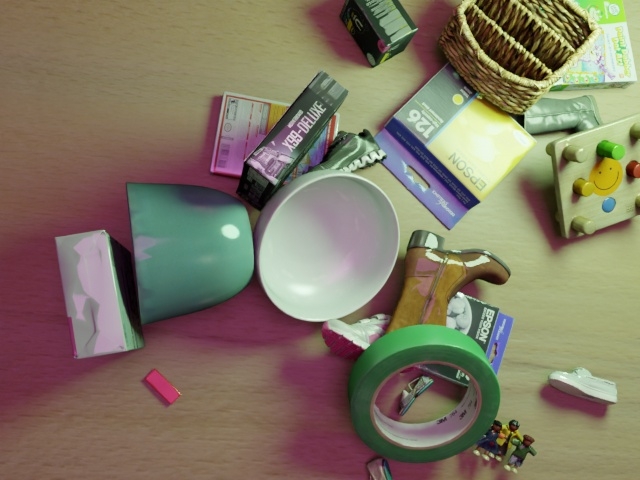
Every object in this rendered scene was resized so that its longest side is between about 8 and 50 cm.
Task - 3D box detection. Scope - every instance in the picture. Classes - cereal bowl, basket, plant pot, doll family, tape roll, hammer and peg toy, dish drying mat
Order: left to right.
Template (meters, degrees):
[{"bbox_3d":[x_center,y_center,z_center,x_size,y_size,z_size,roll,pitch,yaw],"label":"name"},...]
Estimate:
[{"bbox_3d":[-0.349,0.324,1.347,0.083,0.008,0.032,44,77,0],"label":"dish drying mat"},{"bbox_3d":[-0.271,0.016,1.272,0.235,0.293,0.293,-6,83,-17],"label":"plant pot"},{"bbox_3d":[0.000,0.000,1.352,0.339,0.141,0.339,-9,113,-20],"label":"cereal bowl"},{"bbox_3d":[0.221,0.336,1.318,0.321,0.077,0.321,-1,116,-2],"label":"tape roll"},{"bbox_3d":[0.406,0.448,1.411,0.193,0.076,0.111,26,98,-9],"label":"doll family"},{"bbox_3d":[0.457,-0.482,1.448,0.299,0.223,0.213,46,59,6],"label":"basket"},{"bbox_3d":[0.741,-0.165,1.485,0.361,0.127,0.266,-18,110,-8],"label":"hammer and peg toy"}]

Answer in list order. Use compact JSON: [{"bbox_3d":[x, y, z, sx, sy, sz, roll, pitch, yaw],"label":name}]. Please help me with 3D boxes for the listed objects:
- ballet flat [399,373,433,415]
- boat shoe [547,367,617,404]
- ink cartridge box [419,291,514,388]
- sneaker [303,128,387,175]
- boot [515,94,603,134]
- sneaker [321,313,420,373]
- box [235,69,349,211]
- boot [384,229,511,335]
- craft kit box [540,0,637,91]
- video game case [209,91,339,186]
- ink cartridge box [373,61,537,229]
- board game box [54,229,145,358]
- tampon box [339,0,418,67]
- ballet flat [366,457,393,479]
[{"bbox_3d":[0.214,0.357,1.420,0.114,0.041,0.041,-44,90,-12],"label":"ballet flat"},{"bbox_3d":[0.637,0.343,1.473,0.184,0.066,0.063,18,65,-4],"label":"boat shoe"},{"bbox_3d":[0.351,0.241,1.450,0.208,0.045,0.206,22,77,-6],"label":"ink cartridge box"},{"bbox_3d":[0.045,-0.200,1.431,0.234,0.078,0.106,-25,91,-29],"label":"sneaker"},{"bbox_3d":[0.614,-0.290,1.556,0.208,0.076,0.190,-6,70,-16],"label":"boot"},{"bbox_3d":[0.116,0.218,1.385,0.252,0.103,0.111,23,60,-23],"label":"sneaker"},{"bbox_3d":[-0.069,-0.198,1.289,0.076,0.307,0.242,38,79,-4],"label":"box"},{"bbox_3d":[0.295,0.142,1.378,0.264,0.096,0.280,23,66,-15],"label":"boot"},{"bbox_3d":[0.696,-0.524,1.614,0.246,0.061,0.250,-6,83,-12],"label":"craft kit box"},{"bbox_3d":[-0.107,-0.233,1.459,0.285,0.025,0.204,9,80,-7],"label":"video game case"},{"bbox_3d":[0.325,-0.240,1.507,0.303,0.072,0.307,44,76,0],"label":"ink cartridge box"},{"bbox_3d":[-0.429,0.116,1.214,0.097,0.303,0.224,-10,83,-10],"label":"board game box"},{"bbox_3d":[0.140,-0.534,1.493,0.101,0.120,0.161,-32,87,-13],"label":"tampon box"},{"bbox_3d":[0.149,0.576,1.373,0.052,0.057,0.168,-20,81,17],"label":"ballet flat"}]
